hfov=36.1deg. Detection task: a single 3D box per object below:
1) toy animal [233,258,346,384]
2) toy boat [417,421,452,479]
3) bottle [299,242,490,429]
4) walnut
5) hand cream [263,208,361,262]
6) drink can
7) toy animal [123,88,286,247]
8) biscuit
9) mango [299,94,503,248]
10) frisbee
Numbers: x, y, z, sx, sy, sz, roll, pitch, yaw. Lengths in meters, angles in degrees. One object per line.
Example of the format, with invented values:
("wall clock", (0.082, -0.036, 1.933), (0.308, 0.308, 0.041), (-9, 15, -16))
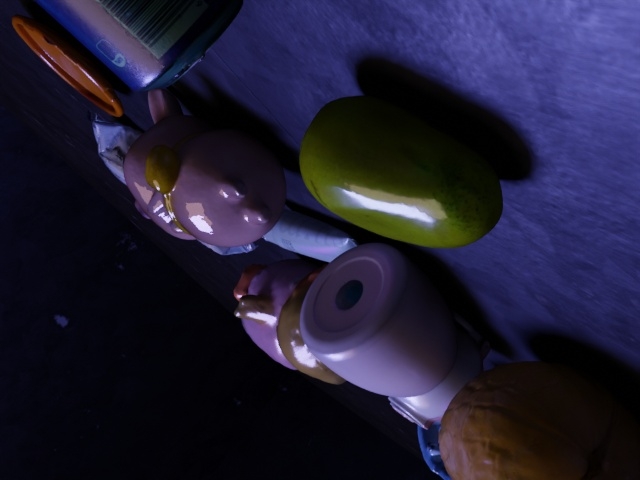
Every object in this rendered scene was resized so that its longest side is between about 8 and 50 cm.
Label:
("toy animal", (-0.015, 0.113, 1.421), (0.195, 0.169, 0.281), (-4, -176, -27))
("toy boat", (0.205, 0.253, 1.292), (0.133, 0.145, 0.332), (29, 166, -7))
("bottle", (0.099, 0.122, 1.114), (0.236, 0.147, 0.147), (43, 169, -35))
("walnut", (0.220, 0.211, 0.983), (0.193, 0.193, 0.225), (38, 168, 1))
("hand cream", (0.000, 0.000, 1.204), (0.205, 0.050, 0.078), (19, 158, 51))
("drink can", (-0.154, -0.203, 0.663), (0.205, 0.118, 0.118), (44, 169, -20))
("toy animal", (-0.132, -0.068, 1.105), (0.248, 0.149, 0.165), (36, 159, 56))
("biscuit", (-0.241, -0.085, 1.575), (0.309, 0.079, 0.186), (37, 168, 10))
("mango", (0.056, -0.042, 0.705), (0.163, 0.089, 0.117), (32, 168, 29))
("frisbee", (-0.336, -0.243, 1.335), (0.192, 0.035, 0.192), (38, 169, 9))
